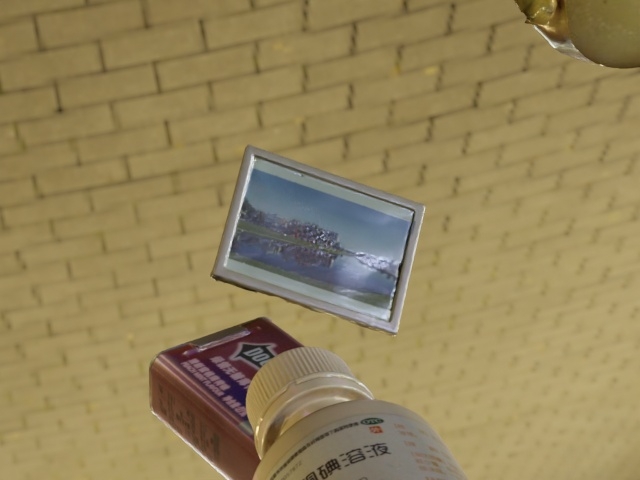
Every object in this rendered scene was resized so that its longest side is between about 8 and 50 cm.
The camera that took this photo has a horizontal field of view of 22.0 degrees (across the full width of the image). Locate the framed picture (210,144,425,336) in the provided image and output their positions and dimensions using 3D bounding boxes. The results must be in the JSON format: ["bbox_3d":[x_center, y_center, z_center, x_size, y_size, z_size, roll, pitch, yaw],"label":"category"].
[{"bbox_3d":[0.000,0.000,1.236,0.149,0.109,0.011,18,160,-12],"label":"framed picture"}]

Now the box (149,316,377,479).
[{"bbox_3d":[-0.020,0.140,1.198,0.120,0.224,0.069,-19,124,-34],"label":"box"}]

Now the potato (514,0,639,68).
[{"bbox_3d":[0.223,-0.299,1.255,0.243,0.242,0.285,-16,117,9],"label":"potato"}]

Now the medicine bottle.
[{"bbox_3d":[0.024,0.144,0.849,0.114,0.252,0.114,-8,119,-14],"label":"medicine bottle"}]
